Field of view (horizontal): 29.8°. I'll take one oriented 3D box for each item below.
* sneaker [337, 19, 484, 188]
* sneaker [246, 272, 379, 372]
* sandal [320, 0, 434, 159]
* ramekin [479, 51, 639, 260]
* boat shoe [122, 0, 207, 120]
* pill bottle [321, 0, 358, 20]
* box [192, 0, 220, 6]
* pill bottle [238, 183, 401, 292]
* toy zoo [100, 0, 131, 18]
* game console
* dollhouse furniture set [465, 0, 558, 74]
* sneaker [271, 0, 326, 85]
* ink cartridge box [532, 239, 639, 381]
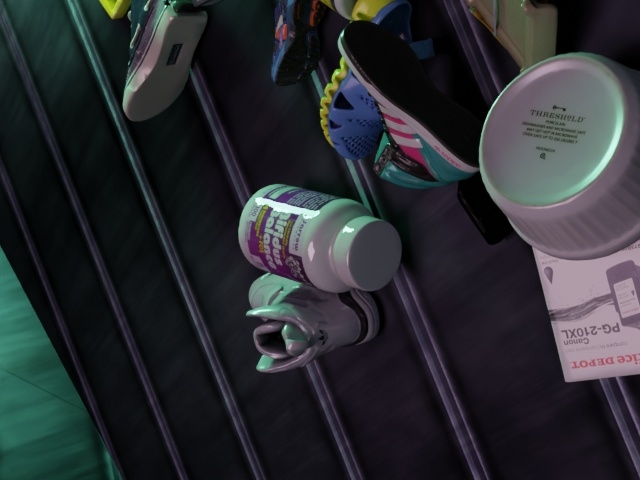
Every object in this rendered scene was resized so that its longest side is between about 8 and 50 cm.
[{"bbox_3d":[0.117,-0.190,1.851,0.295,0.124,0.178,46,147,0],"label":"sneaker"},{"bbox_3d":[-0.074,0.145,2.285,0.365,0.210,0.137,9,113,52],"label":"sneaker"},{"bbox_3d":[0.094,-0.251,1.948,0.138,0.126,0.317,43,138,28],"label":"sandal"},{"bbox_3d":[0.330,-0.119,1.567,0.272,0.127,0.273,-18,61,35],"label":"ramekin"},{"bbox_3d":[-0.342,-0.410,2.472,0.158,0.127,0.340,60,137,25],"label":"boat shoe"},{"bbox_3d":[0.012,-0.453,1.955,0.208,0.119,0.119,42,136,35],"label":"pill bottle"},{"bbox_3d":[-0.159,-0.542,2.144,0.232,0.059,0.183,-17,93,37],"label":"box"},{"bbox_3d":[0.000,0.000,2.152,0.301,0.169,0.169,15,118,50],"label":"pill bottle"},{"bbox_3d":[-0.444,-0.609,2.573,0.192,0.030,0.293,62,145,12],"label":"toy zoo"},{"bbox_3d":[0.339,-0.010,1.799,0.361,0.044,0.213,59,145,16],"label":"game console"},{"bbox_3d":[0.304,-0.394,1.638,0.301,0.151,0.198,78,166,-55],"label":"dollhouse furniture set"},{"bbox_3d":[-0.045,-0.372,2.124,0.087,0.083,0.221,55,139,42],"label":"sneaker"},{"bbox_3d":[0.403,0.064,1.650,0.172,0.100,0.237,-12,94,36],"label":"ink cartridge box"}]
